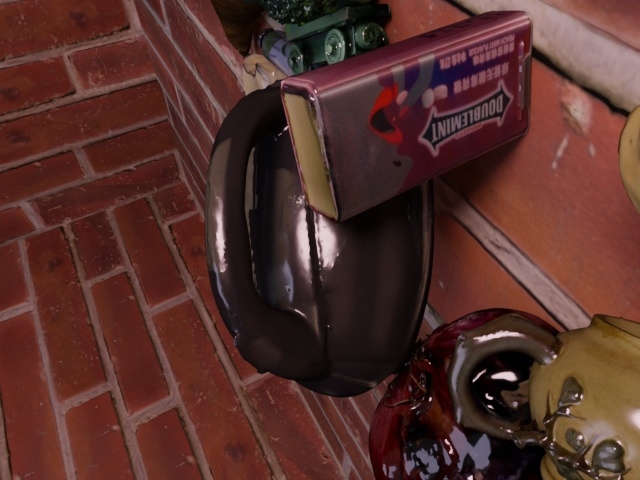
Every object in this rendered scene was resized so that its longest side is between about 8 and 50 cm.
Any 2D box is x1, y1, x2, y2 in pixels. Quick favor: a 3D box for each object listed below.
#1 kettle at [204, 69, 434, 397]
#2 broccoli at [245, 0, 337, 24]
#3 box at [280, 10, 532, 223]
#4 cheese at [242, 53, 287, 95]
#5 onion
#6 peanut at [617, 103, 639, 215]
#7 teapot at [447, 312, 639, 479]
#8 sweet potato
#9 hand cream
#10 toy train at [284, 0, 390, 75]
[{"bbox_3d":[0.000,0.000,0.531,0.320,0.228,0.325,22,-119,-55],"label":"kettle"},{"bbox_3d":[-0.058,-0.363,0.509,0.261,0.241,0.269,33,147,46],"label":"broccoli"},{"bbox_3d":[0.083,-0.112,0.425,0.069,0.224,0.120,34,145,51],"label":"box"},{"bbox_3d":[-0.100,-0.264,1.012,0.163,0.070,0.249,54,158,38],"label":"cheese"},{"bbox_3d":[0.183,0.200,0.546,0.280,0.221,0.281,7,102,34],"label":"onion"},{"bbox_3d":[0.258,-0.026,0.172,0.319,0.147,0.148,38,147,61],"label":"peanut"},{"bbox_3d":[0.222,0.155,0.368,0.173,0.269,0.183,-16,-57,-75],"label":"teapot"},{"bbox_3d":[-0.136,-0.428,0.844,0.422,0.130,0.131,-174,63,-77],"label":"sweet potato"},{"bbox_3d":[-0.023,-0.284,0.820,0.256,0.055,0.088,47,159,31],"label":"hand cream"},{"bbox_3d":[0.014,-0.284,0.647,0.200,0.083,0.132,22,124,59],"label":"toy train"}]
